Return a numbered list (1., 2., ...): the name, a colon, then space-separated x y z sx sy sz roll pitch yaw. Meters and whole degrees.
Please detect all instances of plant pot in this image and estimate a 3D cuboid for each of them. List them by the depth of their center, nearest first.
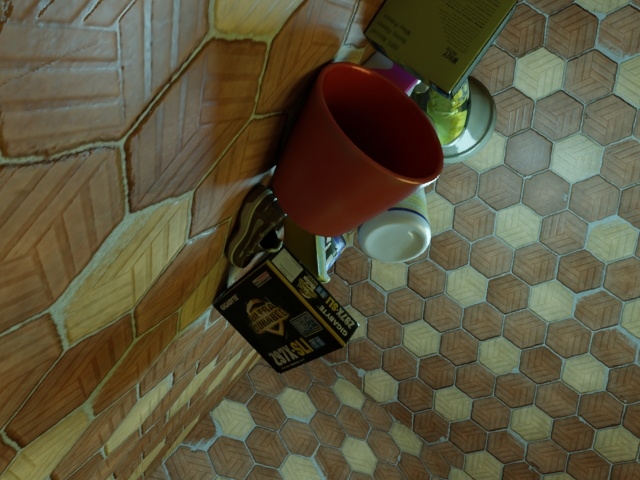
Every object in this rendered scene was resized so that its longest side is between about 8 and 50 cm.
1. plant pot: 0.049 -0.150 1.044 0.243 0.275 0.275 -44 -179 43
2. plant pot: 0.427 -0.456 1.916 0.323 0.323 0.280 -54 157 9

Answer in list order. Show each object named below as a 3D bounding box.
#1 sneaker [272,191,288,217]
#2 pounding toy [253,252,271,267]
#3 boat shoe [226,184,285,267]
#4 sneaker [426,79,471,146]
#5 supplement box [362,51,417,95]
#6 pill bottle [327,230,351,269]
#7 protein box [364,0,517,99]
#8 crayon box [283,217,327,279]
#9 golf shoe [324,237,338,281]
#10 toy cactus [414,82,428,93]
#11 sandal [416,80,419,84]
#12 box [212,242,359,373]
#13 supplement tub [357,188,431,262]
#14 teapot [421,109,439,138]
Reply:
1. sneaker: -0.078 -0.097 1.215 0.089 0.051 0.170 -63 180 7
2. pounding toy: -0.119 0.078 1.622 0.141 0.100 0.130 -48 172 -34
3. boat shoe: -0.131 -0.002 1.168 0.095 0.095 0.257 -48 172 -33
4. sneaker: 0.370 -0.472 1.663 0.147 0.145 0.385 -25 119 -52
5. supplement box: 0.117 -0.300 1.264 0.114 0.111 0.220 -48 171 -29
6. pill bottle: 0.002 0.009 1.863 0.272 0.152 0.152 -49 172 -23
7. protein box: 0.229 -0.413 1.065 0.201 0.199 0.136 -54 173 14
8. crayon box: -0.038 0.002 1.413 0.323 0.083 0.203 61 24 -83
9. golf shoe: 0.000 0.000 1.736 0.105 0.120 0.273 -16 -125 71
10. toy cactus: 0.299 -0.452 1.495 0.218 0.112 0.181 -13 -144 45
11. sandal: 0.296 -0.528 1.356 0.416 0.102 0.170 -38 -156 40
12. box: -0.094 0.176 1.328 0.322 0.257 0.079 -35 -169 50
13. supplement tub: 0.242 -0.117 1.905 0.241 0.240 0.332 120 -22 -46
14. teapot: 0.226 -0.295 1.724 0.186 0.252 0.256 -5 122 -29
